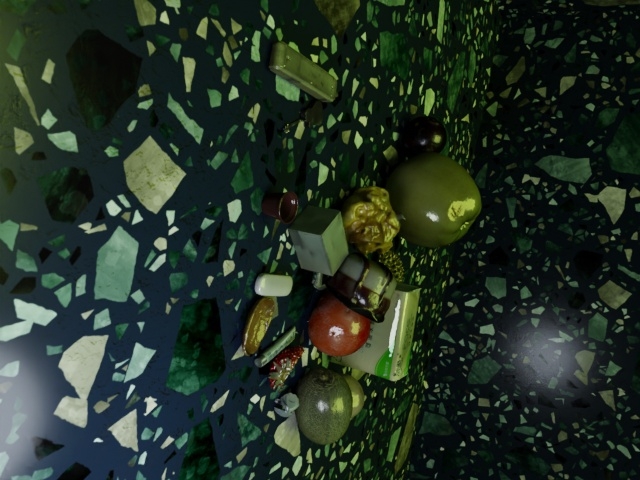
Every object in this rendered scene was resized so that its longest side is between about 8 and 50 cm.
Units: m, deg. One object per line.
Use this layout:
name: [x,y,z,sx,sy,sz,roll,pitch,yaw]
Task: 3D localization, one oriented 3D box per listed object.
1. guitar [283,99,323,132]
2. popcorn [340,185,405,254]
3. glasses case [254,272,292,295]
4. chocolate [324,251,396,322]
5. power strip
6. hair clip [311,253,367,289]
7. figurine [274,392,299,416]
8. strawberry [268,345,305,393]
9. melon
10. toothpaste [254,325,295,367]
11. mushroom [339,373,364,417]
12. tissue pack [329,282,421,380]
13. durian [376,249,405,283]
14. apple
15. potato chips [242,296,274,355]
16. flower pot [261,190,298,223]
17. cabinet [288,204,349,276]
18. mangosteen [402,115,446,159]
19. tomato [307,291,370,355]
guitar: [-0.060,-0.418,1.680,0.233,0.025,0.088,-43,136,-46]
popcorn: [0.221,-0.074,2.059,0.297,0.280,0.316,66,30,-21]
glasses case: [-0.160,0.154,1.684,0.197,0.049,0.076,11,90,-60]
chocolate: [0.175,0.159,1.874,0.186,0.283,0.283,-58,153,13]
power strip: [-0.044,-0.551,1.630,0.387,0.066,0.092,8,92,-58]
hair clip: [0.068,0.118,2.029,0.321,0.091,0.138,-5,113,-47]
figurine: [-0.136,0.638,1.877,0.094,0.086,0.082,26,55,-17]
strawberry: [-0.138,0.466,1.820,0.167,0.087,0.208,-58,176,3]
melon: [0.012,0.676,1.972,0.248,0.248,0.329,-38,133,-48]
toothpaste: [-0.157,0.391,1.785,0.239,0.039,0.062,-31,130,-54]
mushroom: [0.092,0.710,2.208,0.204,0.204,0.204,-28,123,-53]
tissue pack: [0.243,0.379,2.169,0.205,0.331,0.405,-1,101,-61]
durian: [0.320,0.187,2.450,0.172,0.166,0.306,-4,99,-28]
apple: [0.533,-0.184,2.338,0.473,0.473,0.474,-28,123,-53]
potato chips: [-0.220,0.285,1.630,0.150,0.049,0.202,28,73,-64]
flower pot: [-0.138,-0.114,1.589,0.111,0.089,0.111,-30,126,-52]
cabinet: [0.000,0.000,1.808,0.150,0.145,0.206,-53,142,-37]
mangosteen: [0.518,-0.494,2.456,0.228,0.228,0.266,-29,138,-53]
tomato: [0.082,0.342,1.967,0.265,0.264,0.265,-28,123,-53]
